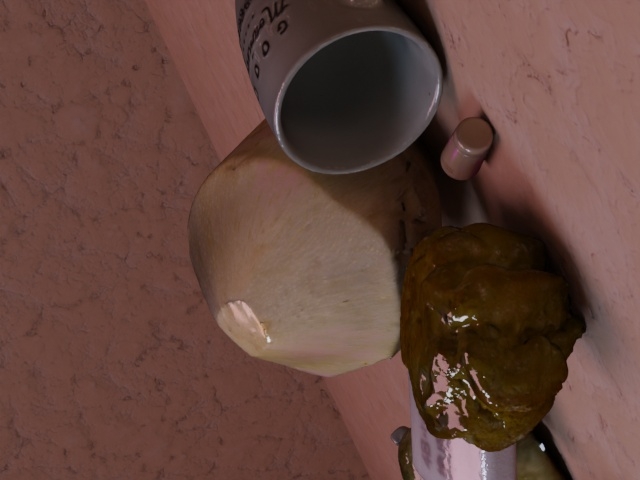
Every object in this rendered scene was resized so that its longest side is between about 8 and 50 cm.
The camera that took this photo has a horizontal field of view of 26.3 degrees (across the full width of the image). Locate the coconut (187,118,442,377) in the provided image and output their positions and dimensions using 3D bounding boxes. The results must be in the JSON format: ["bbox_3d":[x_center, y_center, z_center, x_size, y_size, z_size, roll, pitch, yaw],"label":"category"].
[{"bbox_3d":[0.000,0.000,1.662,0.352,0.353,0.352,58,172,14],"label":"coconut"}]

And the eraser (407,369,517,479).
[{"bbox_3d":[0.182,0.198,1.796,0.174,0.095,0.270,25,126,55],"label":"eraser"}]

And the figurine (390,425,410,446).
[{"bbox_3d":[0.249,0.470,2.360,0.285,0.167,0.342,-175,69,-73],"label":"figurine"}]

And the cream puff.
[{"bbox_3d":[0.171,0.097,1.457,0.244,0.196,0.244,35,133,47],"label":"cream puff"}]

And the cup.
[{"bbox_3d":[0.012,-0.242,1.467,0.234,0.186,0.258,-117,34,-42],"label":"cup"}]

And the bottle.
[{"bbox_3d":[0.154,-0.097,1.440,0.045,0.045,0.096,59,171,10],"label":"bottle"}]

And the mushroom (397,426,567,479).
[{"bbox_3d":[0.229,0.324,1.958,0.217,0.212,0.292,-173,62,-84],"label":"mushroom"}]
